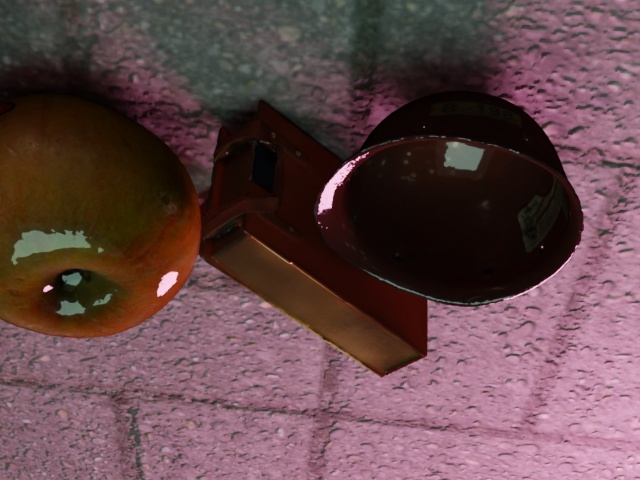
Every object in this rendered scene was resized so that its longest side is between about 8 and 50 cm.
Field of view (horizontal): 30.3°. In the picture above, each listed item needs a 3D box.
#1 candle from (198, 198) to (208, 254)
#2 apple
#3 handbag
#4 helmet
[{"bbox_3d":[-0.190,0.015,0.961,0.329,0.048,0.051,-12,125,22],"label":"candle"},{"bbox_3d":[-0.179,-0.021,0.834,0.182,0.155,0.182,-6,135,-6],"label":"apple"},{"bbox_3d":[0.000,0.000,0.853,0.063,0.127,0.190,-29,130,34],"label":"handbag"},{"bbox_3d":[0.085,-0.043,0.803,0.175,0.106,0.155,0,136,4],"label":"helmet"}]
